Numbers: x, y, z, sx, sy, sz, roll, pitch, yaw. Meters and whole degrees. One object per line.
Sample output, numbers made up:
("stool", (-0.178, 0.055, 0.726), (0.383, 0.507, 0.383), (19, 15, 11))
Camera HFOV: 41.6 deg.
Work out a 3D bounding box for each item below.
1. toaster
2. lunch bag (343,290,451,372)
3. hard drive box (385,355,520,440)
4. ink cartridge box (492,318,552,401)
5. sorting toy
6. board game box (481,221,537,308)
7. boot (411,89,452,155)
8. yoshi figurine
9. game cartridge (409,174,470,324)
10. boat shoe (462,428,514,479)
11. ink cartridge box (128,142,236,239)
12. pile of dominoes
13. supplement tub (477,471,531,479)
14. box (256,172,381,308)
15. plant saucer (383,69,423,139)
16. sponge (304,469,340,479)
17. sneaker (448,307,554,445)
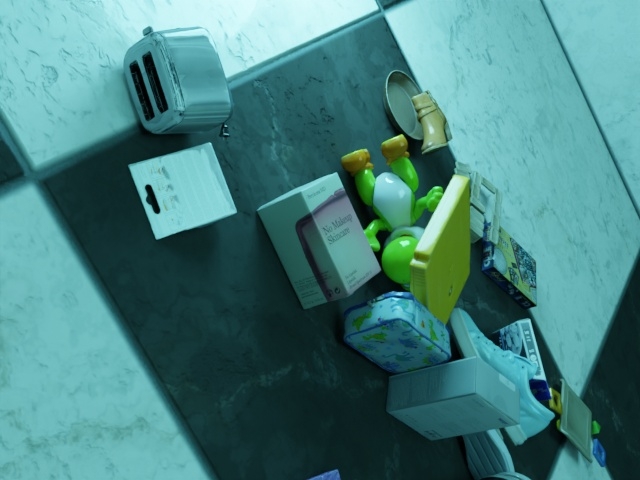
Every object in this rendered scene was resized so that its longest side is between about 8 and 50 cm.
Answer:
("toaster", (-0.259, -0.281, 1.537), (0.146, 0.129, 0.226), (-16, 88, -50))
("lunch bag", (0.161, 0.201, 1.802), (0.219, 0.176, 0.090), (38, 42, -38))
("hard drive box", (0.290, 0.350, 1.843), (0.181, 0.232, 0.089), (38, 47, -36))
("ink cartridge box", (0.520, 0.323, 2.197), (0.045, 0.206, 0.208), (-11, 76, -11))
("sorting toy", (0.744, 0.534, 2.492), (0.347, 0.047, 0.196), (46, 38, -29))
("board game box", (0.557, 0.074, 2.473), (0.243, 0.042, 0.165), (38, 46, -35))
("boot", (0.281, -0.312, 2.225), (0.152, 0.073, 0.197), (63, 25, -10))
("yoshi figurine", (0.178, -0.049, 1.944), (0.203, 0.204, 0.362), (-21, 93, -38))
("game cartridge", (0.274, 0.059, 1.914), (0.285, 0.053, 0.323), (-58, 150, -37))
("boat shoe", (0.397, 0.471, 2.030), (0.094, 0.109, 0.302), (-17, 85, -56))
("ink cartridge box", (-0.255, -0.088, 1.537), (0.179, 0.045, 0.145), (-21, 91, -35))
("pile of dominoes", (0.433, -0.104, 2.409), (0.196, 0.040, 0.251), (37, 41, -18))
("supplement tub", (0.371, 0.629, 1.848), (0.272, 0.191, 0.191), (-8, 80, -53))
("box", (0.000, 0.000, 1.729), (0.149, 0.127, 0.232), (-33, 101, -53))
("plant saucer", (0.224, -0.357, 2.260), (0.199, 0.036, 0.198), (27, 53, -43))
("sponge", (0.014, 0.544, 1.569), (0.117, 0.031, 0.210), (-3, 76, -52))
("sneaker", (0.446, 0.311, 2.079), (0.365, 0.150, 0.135), (61, 1, 5))
